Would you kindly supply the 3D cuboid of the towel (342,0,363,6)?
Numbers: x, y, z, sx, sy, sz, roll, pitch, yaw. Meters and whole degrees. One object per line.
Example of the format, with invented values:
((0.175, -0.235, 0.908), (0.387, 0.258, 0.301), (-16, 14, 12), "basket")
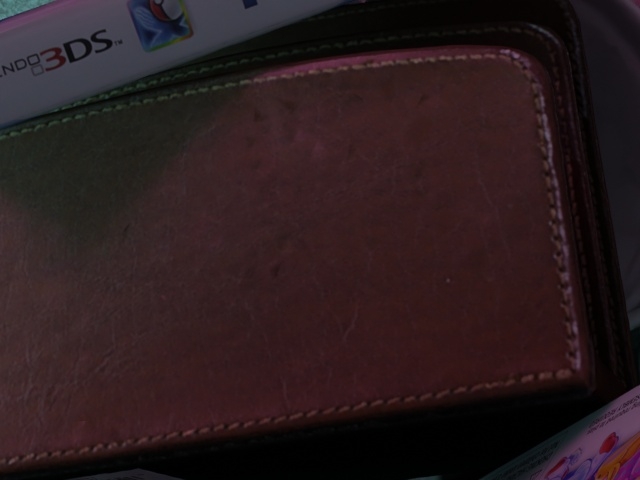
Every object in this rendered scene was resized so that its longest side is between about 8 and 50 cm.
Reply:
((-0.047, 0.010, 0.896), (0.329, 0.237, 0.037), (-43, 57, 13), "towel")

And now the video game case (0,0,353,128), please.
((-0.042, -0.118, 0.664), (0.299, 0.036, 0.329), (-22, 13, -11), "video game case")

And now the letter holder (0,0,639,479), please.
((-0.045, -0.011, 0.584), (0.301, 0.215, 0.152), (-11, -17, 16), "letter holder")

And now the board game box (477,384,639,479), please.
((0.078, 0.125, 0.343), (0.233, 0.078, 0.347), (-51, 1, -32), "board game box")

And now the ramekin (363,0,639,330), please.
((0.082, -0.037, 0.744), (0.207, 0.207, 0.109), (-50, 8, -30), "ramekin")
